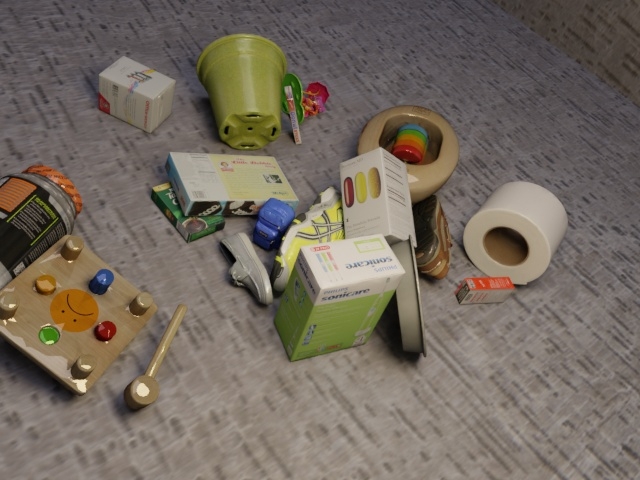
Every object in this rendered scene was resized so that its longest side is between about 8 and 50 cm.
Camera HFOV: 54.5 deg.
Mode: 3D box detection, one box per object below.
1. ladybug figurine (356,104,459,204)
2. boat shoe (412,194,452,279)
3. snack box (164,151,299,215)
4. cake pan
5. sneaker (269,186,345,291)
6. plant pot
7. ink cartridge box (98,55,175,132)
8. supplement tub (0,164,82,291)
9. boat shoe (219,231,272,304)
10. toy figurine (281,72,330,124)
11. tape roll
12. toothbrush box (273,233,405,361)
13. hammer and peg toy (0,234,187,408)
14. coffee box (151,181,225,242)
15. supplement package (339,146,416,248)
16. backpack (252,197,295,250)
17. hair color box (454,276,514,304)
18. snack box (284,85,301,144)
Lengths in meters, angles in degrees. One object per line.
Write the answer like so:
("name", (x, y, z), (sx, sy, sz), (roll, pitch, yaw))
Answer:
("ladybug figurine", (0.263, -0.256, 1.904), (0.305, 0.161, 0.449), (18, 45, 9))
("boat shoe", (0.308, -0.005, 1.752), (0.120, 0.123, 0.324), (47, 32, -21))
("snack box", (-0.235, -0.152, 1.674), (0.322, 0.060, 0.187), (-3, 49, -35))
("cake pan", (0.208, 0.133, 1.480), (0.054, 0.293, 0.293), (-7, 48, 7))
("sneaker", (0.000, 0.000, 1.602), (0.147, 0.145, 0.384), (31, 48, 8))
("plant pot", (-0.221, -0.418, 1.846), (0.276, 0.276, 0.253), (1, 61, -20))
("ink cartridge box", (-0.530, -0.422, 1.801), (0.176, 0.128, 0.127), (27, 46, 3))
("supplement tub", (-0.668, -0.014, 1.334), (0.194, 0.193, 0.316), (25, 46, 3))
("boat shoe", (-0.187, 0.074, 1.519), (0.081, 0.079, 0.227), (-17, 51, -20))
("toy figurine", (-0.035, -0.464, 2.048), (0.159, 0.130, 0.173), (-11, 75, -40))
("tape roll", (0.549, -0.023, 1.752), (0.246, 0.246, 0.169), (35, 47, 12))
("toothbrush box", (0.034, 0.131, 1.396), (0.206, 0.283, 0.122), (-9, 54, -26))
("hammer and peg toy", (-0.457, 0.176, 1.272), (0.361, 0.127, 0.266), (41, 46, -8))
("coffee box", (-0.346, -0.084, 1.620), (0.113, 0.040, 0.184), (-24, 61, -36))
("supplement package", (0.147, -0.093, 1.618), (0.134, 0.139, 0.243), (23, 56, -49))
("backpack", (-0.120, -0.041, 1.609), (0.098, 0.120, 0.101), (27, 46, 4))
("hair color box", (0.445, 0.136, 1.689), (0.141, 0.072, 0.043), (0, 50, -21))
("snack box", (-0.082, -0.380, 1.896), (0.022, 0.178, 0.064), (-10, 51, 1))
